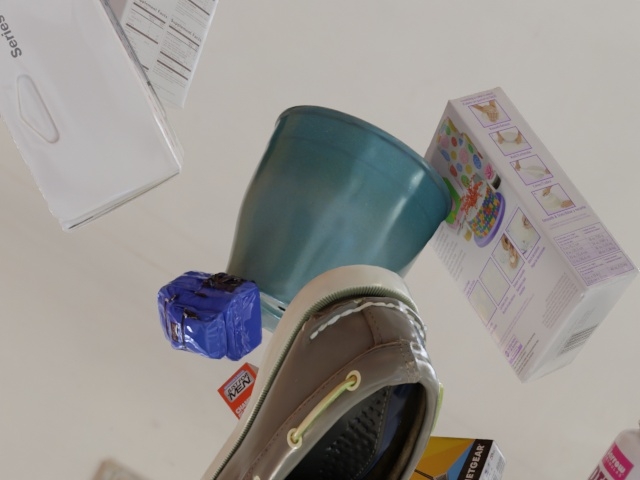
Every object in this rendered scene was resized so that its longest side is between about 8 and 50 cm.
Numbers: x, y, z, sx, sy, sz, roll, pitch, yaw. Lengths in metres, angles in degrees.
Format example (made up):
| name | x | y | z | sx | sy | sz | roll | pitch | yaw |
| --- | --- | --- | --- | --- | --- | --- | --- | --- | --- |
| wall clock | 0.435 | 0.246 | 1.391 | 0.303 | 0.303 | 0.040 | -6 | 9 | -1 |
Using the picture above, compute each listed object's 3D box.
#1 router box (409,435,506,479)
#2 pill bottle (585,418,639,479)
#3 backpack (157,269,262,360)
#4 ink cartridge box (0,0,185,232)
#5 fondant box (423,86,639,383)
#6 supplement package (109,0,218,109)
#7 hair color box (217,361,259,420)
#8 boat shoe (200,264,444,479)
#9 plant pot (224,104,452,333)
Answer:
| name | x | y | z | sx | sy | sz | roll | pitch | yaw |
| --- | --- | --- | --- | --- | --- | --- | --- | --- | --- |
| router box | 0.108 | 0.292 | 1.196 | 0.133 | 0.046 | 0.179 | -4 | -139 | 35 |
| pill bottle | 0.481 | 0.384 | 1.684 | 0.283 | 0.160 | 0.160 | -60 | -174 | 14 |
| backpack | -0.144 | 0.089 | 1.372 | 0.101 | 0.120 | 0.097 | -27 | 124 | -51 |
| ink cartridge box | -0.215 | -0.133 | 1.020 | 0.115 | 0.198 | 0.273 | -27 | -169 | -2 |
| fondant box | 0.259 | -0.007 | 1.526 | 0.096 | 0.330 | 0.238 | -19 | 151 | -25 |
| supplement package | -0.323 | -0.386 | 1.899 | 0.199 | 0.198 | 0.262 | 12 | -99 | 36 |
| hair color box | -0.038 | 0.224 | 1.292 | 0.053 | 0.167 | 0.093 | -45 | 151 | 4 |
| boat shoe | -0.010 | 0.161 | 0.692 | 0.091 | 0.109 | 0.305 | -115 | -142 | -52 |
| plant pot | 0.000 | 0.000 | 1.513 | 0.255 | 0.272 | 0.272 | -60 | -173 | -19 |
